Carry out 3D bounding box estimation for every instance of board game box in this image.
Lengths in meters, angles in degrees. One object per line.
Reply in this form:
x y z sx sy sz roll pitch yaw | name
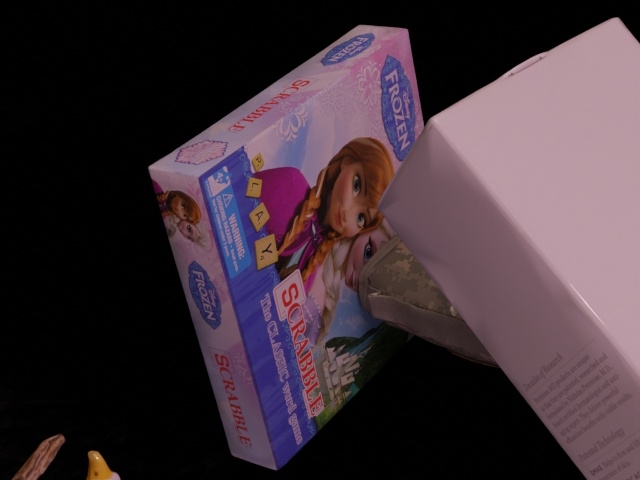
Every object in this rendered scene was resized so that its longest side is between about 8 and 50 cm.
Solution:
0.000 0.000 1.227 0.066 0.318 0.318 12 38 36 | board game box

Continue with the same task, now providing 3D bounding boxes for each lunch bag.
0.208 0.038 1.226 0.287 0.169 0.235 -28 32 -35 | lunch bag

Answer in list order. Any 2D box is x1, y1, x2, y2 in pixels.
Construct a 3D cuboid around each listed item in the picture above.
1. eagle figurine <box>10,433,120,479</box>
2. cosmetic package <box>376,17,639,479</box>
-0.143 0.256 0.956 0.298 0.225 0.226 16 62 17 | eagle figurine
0.250 0.039 0.998 0.217 0.156 0.385 -28 72 -26 | cosmetic package
